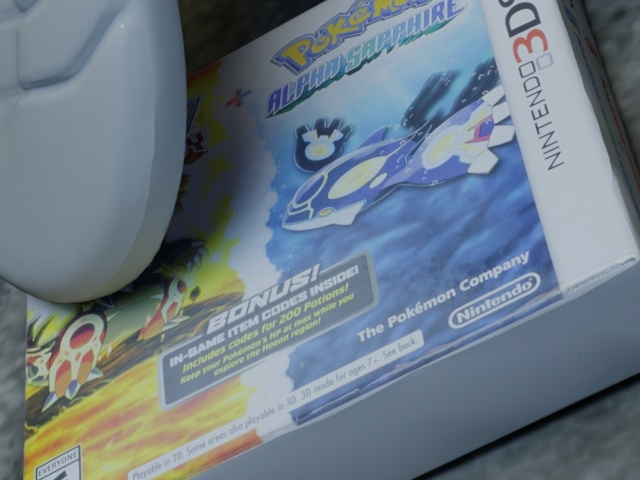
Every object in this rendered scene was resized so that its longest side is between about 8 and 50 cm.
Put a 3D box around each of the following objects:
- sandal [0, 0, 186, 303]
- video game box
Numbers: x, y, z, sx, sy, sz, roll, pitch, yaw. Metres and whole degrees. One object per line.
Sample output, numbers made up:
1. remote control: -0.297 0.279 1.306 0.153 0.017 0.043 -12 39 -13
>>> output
1. sandal: -0.118 -0.185 0.642 0.102 0.416 0.169 -16 -11 -38
2. video game box: 0.000 0.000 0.625 0.205 0.048 0.187 -27 36 15
